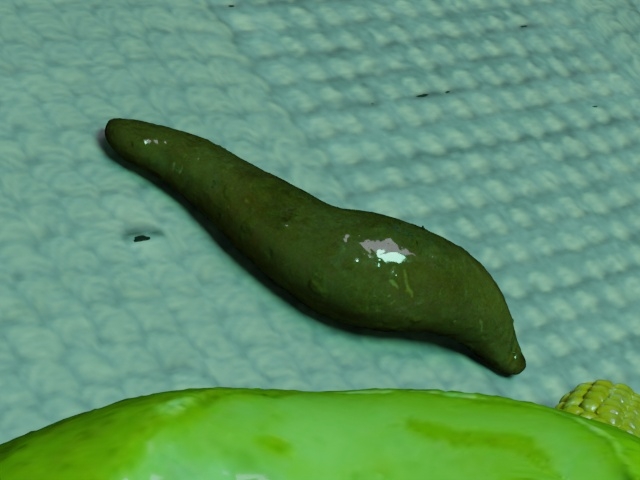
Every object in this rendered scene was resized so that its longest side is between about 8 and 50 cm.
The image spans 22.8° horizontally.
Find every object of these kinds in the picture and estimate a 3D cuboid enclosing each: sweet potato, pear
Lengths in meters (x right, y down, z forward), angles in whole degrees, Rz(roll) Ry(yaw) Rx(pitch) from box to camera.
[{"bbox_3d":[-0.002,0.000,0.797,0.249,0.059,0.069,26,20,1],"label":"sweet potato"},{"bbox_3d":[-0.023,0.138,0.509,0.281,0.176,0.286,15,38,16],"label":"pear"}]

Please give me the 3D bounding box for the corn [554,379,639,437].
[{"bbox_3d":[0.113,0.138,0.712,0.067,0.067,0.206,29,38,1],"label":"corn"}]
